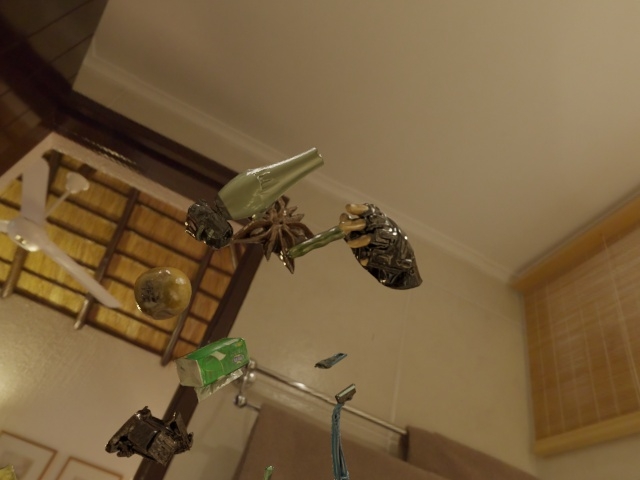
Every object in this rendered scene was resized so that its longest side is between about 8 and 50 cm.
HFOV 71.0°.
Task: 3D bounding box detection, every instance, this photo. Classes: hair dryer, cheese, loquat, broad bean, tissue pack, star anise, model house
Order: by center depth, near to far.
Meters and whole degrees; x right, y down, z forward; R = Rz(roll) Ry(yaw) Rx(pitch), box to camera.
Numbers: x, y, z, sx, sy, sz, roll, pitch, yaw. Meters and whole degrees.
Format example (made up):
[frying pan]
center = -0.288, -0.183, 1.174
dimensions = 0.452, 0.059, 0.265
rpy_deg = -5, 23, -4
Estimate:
[cheese]
center = -0.548, 0.423, 0.754
dimensions = 0.084, 0.041, 0.060
rpy_deg = -32, -100, 26
[hair dryer]
center = -0.085, -0.107, 0.907
dimensions = 0.219, 0.225, 0.088
rpy_deg = -32, -99, 10
[model house]
center = -0.406, 0.493, 1.093
dimensions = 0.164, 0.141, 0.203
rpy_deg = 34, -8, 4
[broad bean]
center = 0.001, -0.001, 1.408
dimensions = 0.046, 0.254, 0.065
rpy_deg = 65, -25, 2
[star anise]
center = -0.165, -0.052, 1.506
dimensions = 0.349, 0.292, 0.109
rpy_deg = 27, -47, -15
[tissue pack]
center = -0.371, 0.447, 1.572
dimensions = 0.148, 0.209, 0.156
rpy_deg = -9, -84, 40
[loquat]
center = -0.585, 0.199, 1.672
dimensions = 0.213, 0.213, 0.213
rpy_deg = 10, -43, 9

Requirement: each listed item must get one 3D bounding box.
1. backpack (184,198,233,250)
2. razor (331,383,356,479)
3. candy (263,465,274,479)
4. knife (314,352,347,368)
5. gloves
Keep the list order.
[backpack]
center = -0.359, -0.041, 1.435
dimensions = 0.165, 0.106, 0.120
rpy_deg = 38, -40, 17
[razor]
center = 0.042, 0.430, 0.930
dimensions = 0.042, 0.082, 0.253
rpy_deg = 2, -86, 30
[candy]
center = -0.133, 0.606, 1.080
dimensions = 0.073, 0.077, 0.262
rpy_deg = -9, -46, -25
[knife]
center = 0.040, 0.381, 1.435
dimensions = 0.044, 0.026, 0.296
rpy_deg = 0, -6, 15
[gloves]
center = 0.108, 0.003, 0.882
dimensions = 0.164, 0.124, 0.203
rpy_deg = 27, -28, 47
